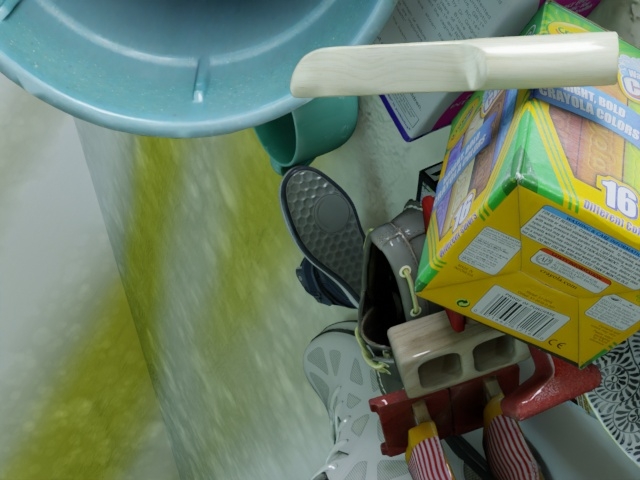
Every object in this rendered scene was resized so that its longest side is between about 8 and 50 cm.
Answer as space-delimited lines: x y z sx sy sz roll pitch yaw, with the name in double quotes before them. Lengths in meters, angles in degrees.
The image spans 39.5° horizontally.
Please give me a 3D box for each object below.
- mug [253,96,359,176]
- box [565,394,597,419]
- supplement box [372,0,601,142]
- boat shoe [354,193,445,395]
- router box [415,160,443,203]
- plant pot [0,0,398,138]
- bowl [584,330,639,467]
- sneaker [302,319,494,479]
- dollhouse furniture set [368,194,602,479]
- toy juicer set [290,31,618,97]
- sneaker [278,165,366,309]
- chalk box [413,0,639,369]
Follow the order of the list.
"mug" -0.021 -0.156 1.018 0.129 0.097 0.158 66 158 2
"box" 0.238 0.092 0.753 0.094 0.027 0.137 26 134 61
"supplement box" 0.119 -0.182 0.659 0.114 0.111 0.220 62 157 13
"boat shoe" 0.080 0.076 0.886 0.109 0.091 0.305 57 157 34
"router box" 0.144 0.028 0.883 0.133 0.046 0.179 50 152 36
"plant pot" -0.102 -0.308 0.695 0.334 0.341 0.341 -89 -6 -55
"bowl" 0.263 0.088 0.623 0.170 0.080 0.170 49 151 40
"sneaker" 0.031 0.248 1.064 0.447 0.257 0.169 31 138 56
"dollhouse furniture set" 0.128 0.153 0.751 0.374 0.152 0.201 74 177 -48
"toy juicer set" 0.129 -0.209 0.496 0.089 0.209 0.329 -47 -24 -72
"sneaker" -0.001 0.002 1.079 0.226 0.086 0.163 54 165 -22
"chalk box" 0.162 -0.052 0.583 0.132 0.213 0.132 24 142 -8
